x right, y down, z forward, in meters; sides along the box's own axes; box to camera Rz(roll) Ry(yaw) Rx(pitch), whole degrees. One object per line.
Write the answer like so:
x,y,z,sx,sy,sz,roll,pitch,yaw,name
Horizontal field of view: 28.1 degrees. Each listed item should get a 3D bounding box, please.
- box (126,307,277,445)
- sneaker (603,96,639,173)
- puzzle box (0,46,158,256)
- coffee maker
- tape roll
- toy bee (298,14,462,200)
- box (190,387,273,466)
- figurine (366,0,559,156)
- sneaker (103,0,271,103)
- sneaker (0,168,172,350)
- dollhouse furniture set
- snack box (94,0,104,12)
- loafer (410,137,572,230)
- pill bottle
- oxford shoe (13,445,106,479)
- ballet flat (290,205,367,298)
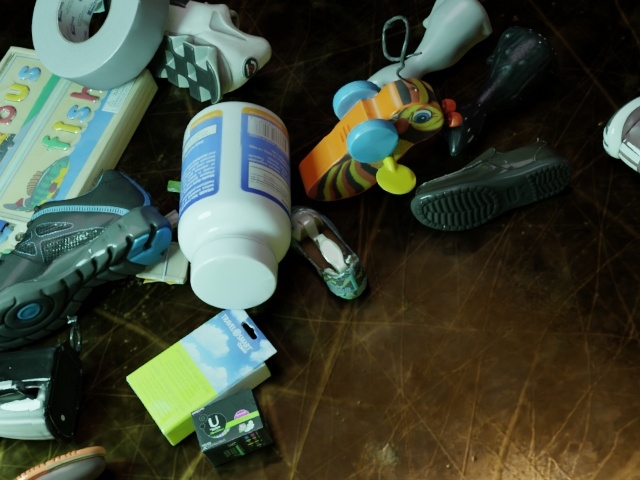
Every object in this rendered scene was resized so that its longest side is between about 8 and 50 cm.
-0.151,0.172,1.671,0.178,0.042,0.109,-35,55,-10,box
0.528,-0.163,1.688,0.281,0.106,0.162,-38,60,1,sneaker
-0.453,-0.116,1.949,0.272,0.052,0.408,11,60,23,puzzle box
-0.415,0.196,1.700,0.178,0.120,0.171,-4,32,11,coffee maker
-0.335,-0.341,1.936,0.219,0.072,0.219,-9,74,32,tape roll
0.104,-0.151,1.733,0.162,0.298,0.195,9,68,-29,toy bee
-0.111,0.236,1.611,0.083,0.052,0.062,-23,54,1,box
0.193,-0.238,1.836,0.209,0.092,0.215,-44,56,-11,figurine
-0.209,-0.323,1.998,0.146,0.122,0.330,-32,51,-30,sneaker
-0.375,0.032,1.758,0.341,0.125,0.139,-30,63,-11,sneaker
-0.212,-0.006,1.824,0.076,0.058,0.151,6,77,11,dollhouse furniture set
-0.297,-0.482,2.150,0.322,0.060,0.187,-7,55,10,snack box
0.226,-0.077,1.725,0.220,0.080,0.078,-15,44,-1,loafer
-0.115,-0.045,1.730,0.152,0.152,0.272,-9,49,9,pill bottle
-0.370,0.357,1.591,0.271,0.097,0.098,-35,74,-4,oxford shoe
0.000,0.000,1.735,0.070,0.070,0.188,-37,55,-11,ballet flat
